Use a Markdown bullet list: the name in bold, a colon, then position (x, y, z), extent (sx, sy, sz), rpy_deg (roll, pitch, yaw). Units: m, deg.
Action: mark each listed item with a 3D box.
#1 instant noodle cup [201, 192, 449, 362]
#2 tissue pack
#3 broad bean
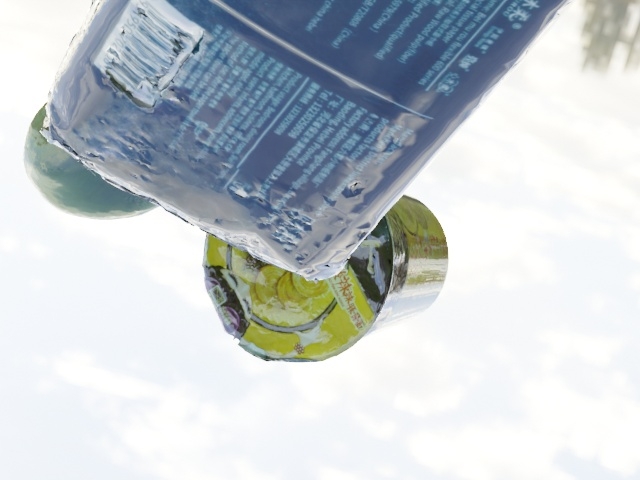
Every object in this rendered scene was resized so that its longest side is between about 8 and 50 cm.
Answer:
- **instant noodle cup**: position (0.023, 0.020, 1.886), extent (0.215, 0.215, 0.236), rpy_deg (23, -171, 25)
- **tissue pack**: position (0.012, -0.194, 1.198), extent (0.264, 0.416, 0.253), rpy_deg (28, -126, -9)
- **broad bean**: position (-0.210, -0.106, 1.923), extent (0.169, 0.228, 0.100), rpy_deg (40, -160, -22)
